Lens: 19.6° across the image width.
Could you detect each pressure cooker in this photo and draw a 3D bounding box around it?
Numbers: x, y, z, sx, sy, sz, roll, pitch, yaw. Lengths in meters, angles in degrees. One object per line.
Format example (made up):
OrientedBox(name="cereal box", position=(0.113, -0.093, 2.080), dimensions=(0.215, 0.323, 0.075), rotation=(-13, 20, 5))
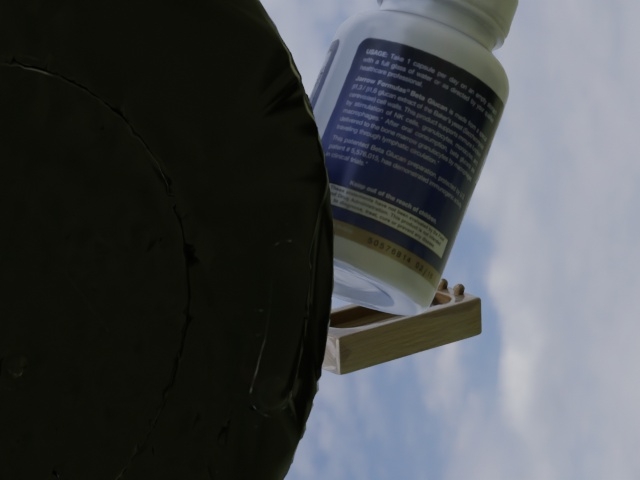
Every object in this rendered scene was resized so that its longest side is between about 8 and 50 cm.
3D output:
OrientedBox(name="pressure cooker", position=(-0.252, -0.007, 0.796), dimensions=(0.375, 0.420, 0.369), rotation=(-11, -75, -38))

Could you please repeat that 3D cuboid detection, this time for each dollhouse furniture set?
OrientedBox(name="dollhouse furniture set", position=(0.000, 0.000, 1.188), dimensions=(0.144, 0.151, 0.123), rotation=(-14, -71, -33))

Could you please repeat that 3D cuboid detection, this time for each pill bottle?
OrientedBox(name="pill bottle", position=(0.039, -0.056, 0.926), dimensions=(0.169, 0.094, 0.094), rotation=(-69, -25, -12))
